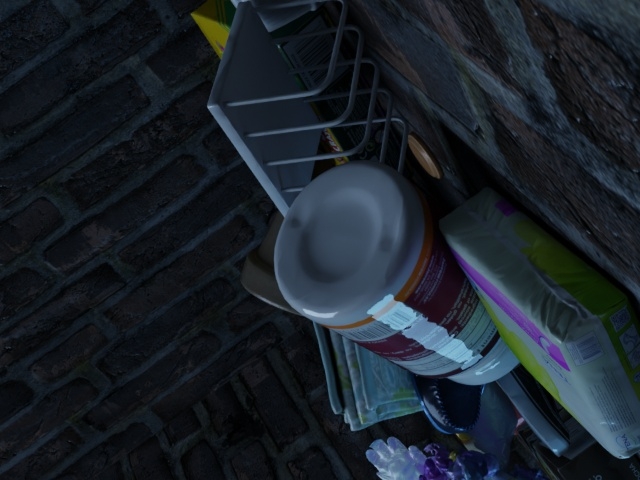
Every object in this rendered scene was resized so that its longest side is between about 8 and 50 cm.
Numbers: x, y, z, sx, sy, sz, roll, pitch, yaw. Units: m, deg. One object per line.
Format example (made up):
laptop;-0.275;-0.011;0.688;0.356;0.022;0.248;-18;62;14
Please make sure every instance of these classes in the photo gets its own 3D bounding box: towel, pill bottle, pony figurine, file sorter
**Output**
towel;0.093;0.120;1.676;0.320;0.090;0.374;6;-109;-60
pill bottle;0.136;0.064;1.386;0.392;0.224;0.224;32;-164;-47
pony figurine;0.299;0.451;1.882;0.351;0.303;0.363;47;-178;0
file sorter;-0.004;-0.183;1.391;0.277;0.173;0.192;56;-143;-48

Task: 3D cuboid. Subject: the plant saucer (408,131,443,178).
plant saucer;0.159;-0.129;1.517;0.083;0.013;0.083;54;178;3

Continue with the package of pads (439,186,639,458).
package of pads;0.277;0.095;1.169;0.229;0.101;0.296;56;179;-34

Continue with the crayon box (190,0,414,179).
crayon box;-0.031;-0.254;1.709;0.313;0.106;0.363;31;160;51

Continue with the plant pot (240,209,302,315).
plant pot;0.000;0.000;1.856;0.263;0.229;0.263;13;-166;-3

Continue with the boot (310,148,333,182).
boot;-0.107;-0.194;1.620;0.203;0.095;0.262;42;-174;32

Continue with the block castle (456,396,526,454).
block castle;0.344;0.321;2.352;0.303;0.213;0.453;50;180;3

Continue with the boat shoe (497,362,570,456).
boat shoe;0.351;0.219;1.668;0.113;0.105;0.306;50;-171;-46

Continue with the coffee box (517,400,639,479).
coffee box;0.465;0.394;1.717;0.168;0.119;0.297;55;179;-1

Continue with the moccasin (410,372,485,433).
moccasin;0.213;0.146;1.626;0.117;0.138;0.341;-21;75;55

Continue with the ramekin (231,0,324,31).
ramekin;-0.095;-0.404;1.447;0.207;0.109;0.207;54;178;3
